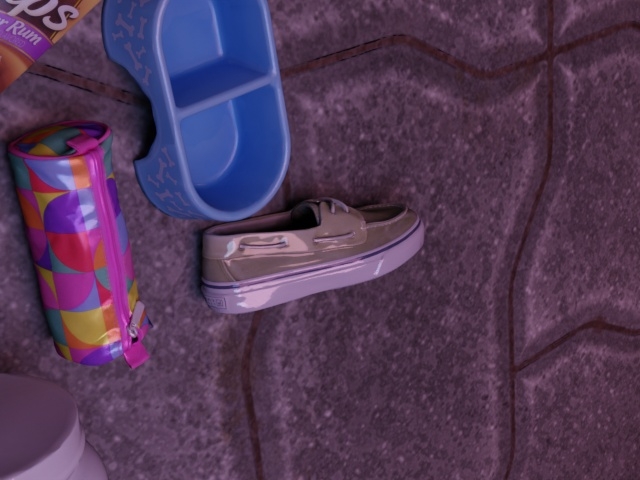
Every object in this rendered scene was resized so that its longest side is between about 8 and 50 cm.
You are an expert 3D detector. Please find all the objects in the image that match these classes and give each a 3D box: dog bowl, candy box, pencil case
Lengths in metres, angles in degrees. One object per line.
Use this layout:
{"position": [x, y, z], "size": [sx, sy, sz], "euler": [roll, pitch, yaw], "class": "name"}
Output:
{"position": [-0.114, -0.152, 1.014], "size": [0.166, 0.074, 0.297], "euler": [-28, 122, -32], "class": "dog bowl"}
{"position": [-0.271, -0.199, 0.831], "size": [0.187, 0.053, 0.109], "euler": [-44, 132, 0], "class": "candy box"}
{"position": [-0.224, 0.006, 0.956], "size": [0.104, 0.104, 0.236], "euler": [-27, 122, -33], "class": "pencil case"}

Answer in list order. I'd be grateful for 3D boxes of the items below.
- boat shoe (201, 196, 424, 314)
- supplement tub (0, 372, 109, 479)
{"position": [0.000, 0.000, 1.155], "size": [0.302, 0.109, 0.094], "euler": [-19, 116, -33], "class": "boat shoe"}
{"position": [-0.298, 0.304, 0.911], "size": [0.228, 0.228, 0.316], "euler": [-20, 119, -36], "class": "supplement tub"}
